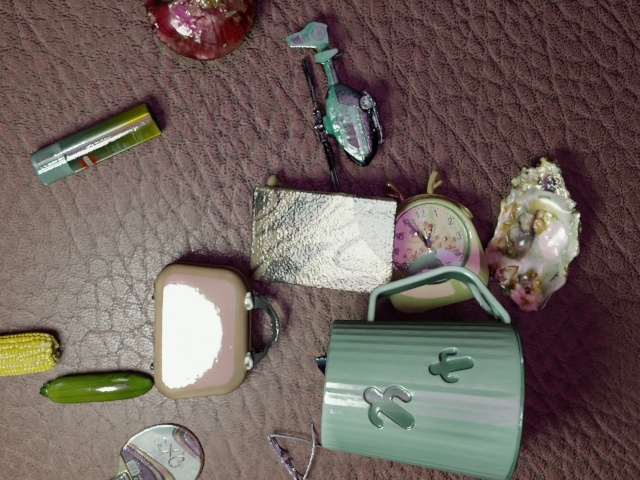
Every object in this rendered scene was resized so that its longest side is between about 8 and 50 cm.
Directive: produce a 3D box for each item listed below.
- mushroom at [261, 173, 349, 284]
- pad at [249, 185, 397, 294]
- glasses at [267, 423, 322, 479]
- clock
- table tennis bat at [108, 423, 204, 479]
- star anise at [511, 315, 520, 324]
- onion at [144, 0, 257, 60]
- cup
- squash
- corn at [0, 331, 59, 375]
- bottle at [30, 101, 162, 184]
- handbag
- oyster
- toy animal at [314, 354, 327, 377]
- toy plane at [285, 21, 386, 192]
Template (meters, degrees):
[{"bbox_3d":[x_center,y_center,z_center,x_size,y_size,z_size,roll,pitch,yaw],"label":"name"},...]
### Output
[{"bbox_3d":[0.003,-0.013,1.629,0.109,0.097,0.351,-43,90,-14],"label":"mushroom"},{"bbox_3d":[0.000,0.000,1.573,0.330,0.004,0.220,6,101,14],"label":"pad"},{"bbox_3d":[-0.045,0.484,1.661,0.103,0.062,0.140,-32,95,-3],"label":"glasses"},{"bbox_3d":[0.244,0.000,1.639,0.234,0.096,0.308,-14,93,-1],"label":"clock"},{"bbox_3d":[-0.419,0.537,1.664,0.301,0.022,0.174,-25,93,-4],"label":"table tennis bat"},{"bbox_3d":[0.408,0.238,1.678,0.129,0.056,0.124,-3,93,-3],"label":"star anise"},{"bbox_3d":[-0.258,-0.512,1.545,0.246,0.190,0.247,-2,94,-23],"label":"onion"},{"bbox_3d":[0.213,0.274,1.471,0.391,0.401,0.310,5,135,4],"label":"cup"},{"bbox_3d":[-0.512,0.335,1.624,0.257,0.069,0.069,-4,93,-4],"label":"squash"},{"bbox_3d":[-0.711,0.258,1.597,0.243,0.093,0.094,-6,93,-3],"label":"corn"},{"bbox_3d":[-0.500,-0.216,1.594,0.286,0.082,0.082,-24,94,-2],"label":"bottle"},{"bbox_3d":[-0.232,0.197,1.598,0.282,0.149,0.302,0,91,-1],"label":"handbag"},{"bbox_3d":[0.504,-0.015,1.662,0.201,0.107,0.355,20,104,16],"label":"oyster"},{"bbox_3d":[0.099,0.303,1.634,0.218,0.116,0.180,-7,92,-9],"label":"toy animal"},{"bbox_3d":[0.046,-0.310,1.617,0.155,0.106,0.382,-16,99,9],"label":"toy plane"}]
